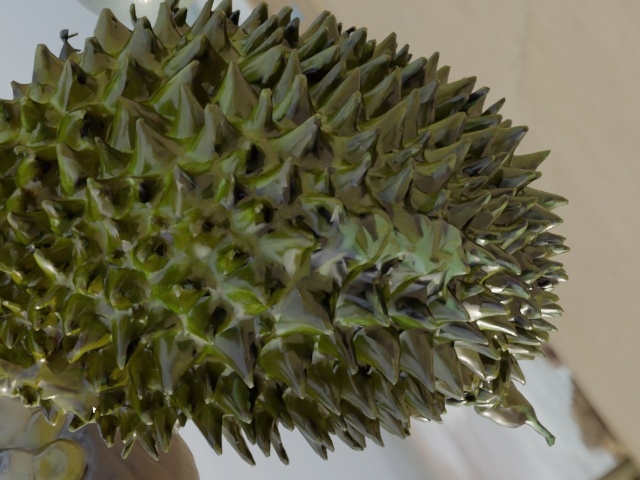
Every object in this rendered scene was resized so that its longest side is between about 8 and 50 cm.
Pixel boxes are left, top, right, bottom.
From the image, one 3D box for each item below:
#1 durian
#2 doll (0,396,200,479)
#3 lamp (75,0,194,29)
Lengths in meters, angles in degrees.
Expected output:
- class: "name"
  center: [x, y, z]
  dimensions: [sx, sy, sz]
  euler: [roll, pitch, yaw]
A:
- class: "durian"
  center: [0.006, -0.004, 0.463]
  dimensions: [0.220, 0.137, 0.095]
  euler: [8, 176, -40]
- class: "doll"
  center: [-0.127, 0.131, 0.681]
  dimensions: [0.145, 0.188, 0.096]
  euler: [3, 142, 50]
- class: "lamp"
  center: [-0.118, -0.187, 1.025]
  dimensions: [0.105, 0.105, 0.105]
  euler: [56, 179, 2]
